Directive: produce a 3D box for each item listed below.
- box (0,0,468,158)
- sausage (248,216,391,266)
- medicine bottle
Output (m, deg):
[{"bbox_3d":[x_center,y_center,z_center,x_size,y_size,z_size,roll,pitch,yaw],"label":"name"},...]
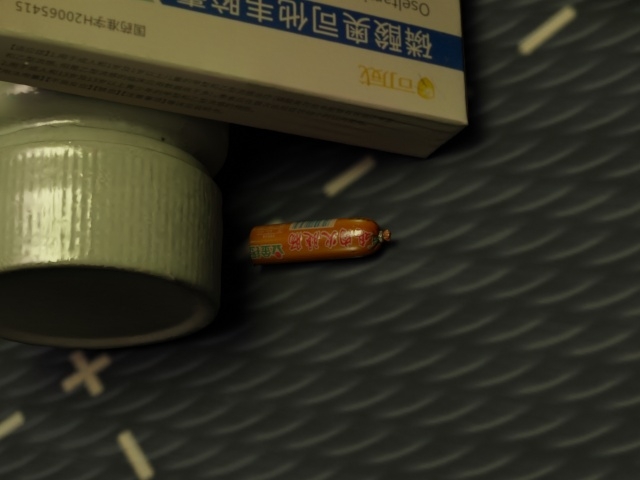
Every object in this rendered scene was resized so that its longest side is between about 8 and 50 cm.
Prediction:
[{"bbox_3d":[-0.063,-0.183,1.057,0.065,0.343,0.200,-36,50,57],"label":"box"},{"bbox_3d":[0.000,0.000,1.116,0.107,0.031,0.031,-4,70,25],"label":"sausage"},{"bbox_3d":[-0.170,-0.122,1.141,0.211,0.211,0.371,-11,67,22],"label":"medicine bottle"}]
